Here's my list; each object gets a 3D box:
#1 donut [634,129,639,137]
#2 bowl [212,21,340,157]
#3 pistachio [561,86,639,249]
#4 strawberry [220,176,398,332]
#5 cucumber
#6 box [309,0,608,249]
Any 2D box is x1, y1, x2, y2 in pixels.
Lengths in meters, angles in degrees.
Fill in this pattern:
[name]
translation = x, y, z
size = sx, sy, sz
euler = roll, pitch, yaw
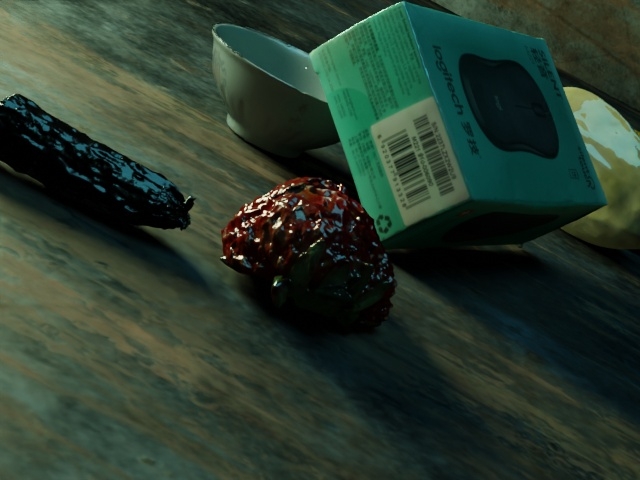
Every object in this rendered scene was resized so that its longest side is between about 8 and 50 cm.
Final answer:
[donut]
translation = 0.437, -0.070, 1.754
size = 0.303, 0.110, 0.303
euler = 25, 18, -9
[bowl]
translation = -0.041, -0.139, 1.303
size = 0.189, 0.086, 0.189
euler = 26, 17, -8
[pistachio]
translation = 0.329, -0.080, 1.563
size = 0.229, 0.157, 0.157
euler = 47, 23, 17
[strawberry]
translation = 0.001, 0.001, 0.984
size = 0.140, 0.085, 0.192
euler = 33, 17, 23
[cucumber]
translation = -0.175, -0.053, 0.940
size = 0.181, 0.053, 0.053
euler = 29, 18, -2
[box]
translation = 0.145, -0.104, 1.272
size = 0.311, 0.118, 0.205
euler = 0, 70, -55
